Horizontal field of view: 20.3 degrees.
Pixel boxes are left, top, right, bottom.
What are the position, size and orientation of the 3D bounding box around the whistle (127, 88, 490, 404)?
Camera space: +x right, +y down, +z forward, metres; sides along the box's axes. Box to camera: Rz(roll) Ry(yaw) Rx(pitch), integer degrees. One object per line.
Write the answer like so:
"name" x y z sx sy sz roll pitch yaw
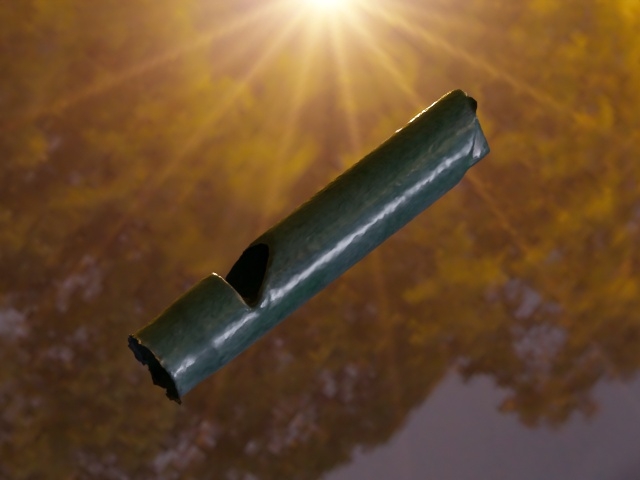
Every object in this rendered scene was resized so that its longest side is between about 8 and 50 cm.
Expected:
"whistle" 0.000 0.000 0.776 0.186 0.039 0.039 -37 -166 -17
